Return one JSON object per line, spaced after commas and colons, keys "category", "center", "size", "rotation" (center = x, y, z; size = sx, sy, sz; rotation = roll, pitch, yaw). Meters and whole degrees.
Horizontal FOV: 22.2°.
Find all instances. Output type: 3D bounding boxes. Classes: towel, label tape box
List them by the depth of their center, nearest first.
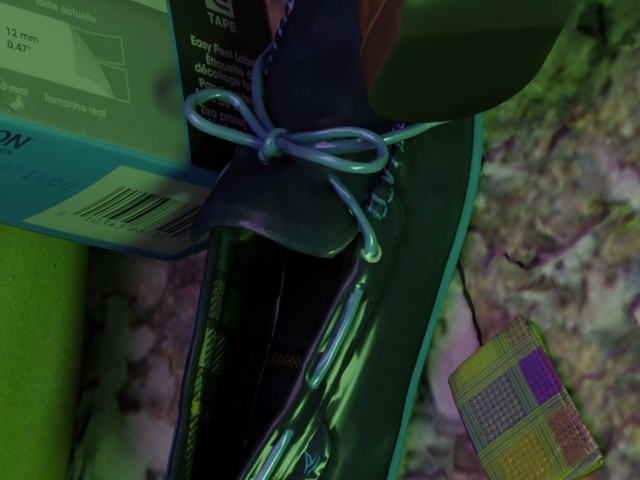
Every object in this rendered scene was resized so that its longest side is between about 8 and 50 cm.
{"category": "towel", "center": [0.095, 0.085, 0.776], "size": [0.060, 0.009, 0.083], "rotation": [-43, 56, 27]}
{"category": "label tape box", "center": [-0.157, -0.181, 0.890], "size": [0.115, 0.249, 0.348], "rotation": [-23, 67, 36]}

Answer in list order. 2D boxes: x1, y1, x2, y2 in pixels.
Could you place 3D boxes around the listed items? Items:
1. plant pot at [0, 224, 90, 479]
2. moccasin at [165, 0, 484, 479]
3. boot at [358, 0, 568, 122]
{"category": "plant pot", "center": [-0.246, 0.038, 0.943], "size": [0.275, 0.275, 0.293], "rotation": [1, 65, 41]}
{"category": "moccasin", "center": [0.000, 0.000, 0.804], "size": [0.137, 0.117, 0.342], "rotation": [0, 80, 41]}
{"category": "boot", "center": [0.079, -0.166, 0.651], "size": [0.305, 0.112, 0.115], "rotation": [129, 135, -59]}
